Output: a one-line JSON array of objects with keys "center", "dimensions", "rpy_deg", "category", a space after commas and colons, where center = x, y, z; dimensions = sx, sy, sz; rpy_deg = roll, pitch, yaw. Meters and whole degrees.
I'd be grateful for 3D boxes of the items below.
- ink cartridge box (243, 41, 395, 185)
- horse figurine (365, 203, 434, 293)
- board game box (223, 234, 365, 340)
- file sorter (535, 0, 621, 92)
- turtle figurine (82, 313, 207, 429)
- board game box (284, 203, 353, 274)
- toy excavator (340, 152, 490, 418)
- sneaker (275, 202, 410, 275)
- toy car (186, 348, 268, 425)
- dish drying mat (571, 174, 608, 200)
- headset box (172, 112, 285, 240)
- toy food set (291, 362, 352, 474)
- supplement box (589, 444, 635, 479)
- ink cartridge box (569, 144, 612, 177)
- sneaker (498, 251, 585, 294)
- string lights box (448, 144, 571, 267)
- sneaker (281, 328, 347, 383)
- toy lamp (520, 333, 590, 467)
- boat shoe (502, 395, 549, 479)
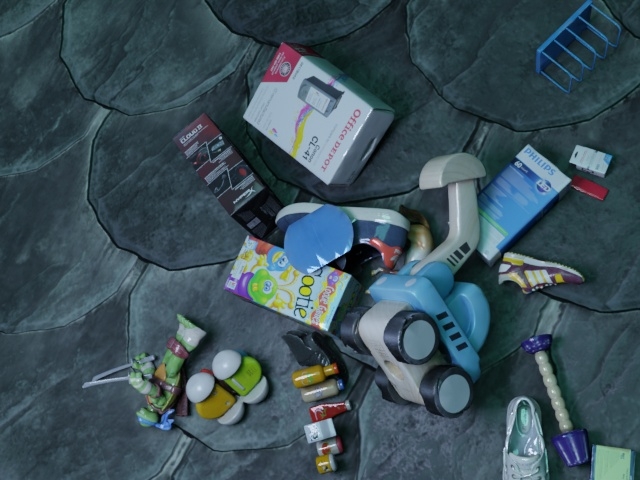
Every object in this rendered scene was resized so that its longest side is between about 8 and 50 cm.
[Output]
[{"center": [-0.007, -0.308, 2.032], "dimensions": [0.306, 0.131, 0.226], "rpy_deg": [40, 113, 23], "category": "ink cartridge box"}, {"center": [0.204, 0.037, 1.944], "dimensions": [0.175, 0.066, 0.263], "rpy_deg": [4, 78, 24], "category": "horse figurine"}, {"center": [-0.059, 0.112, 1.954], "dimensions": [0.275, 0.142, 0.144], "rpy_deg": [20, 81, 20], "category": "board game box"}, {"center": [0.601, -0.448, 1.946], "dimensions": [0.170, 0.118, 0.104], "rpy_deg": [-44, 71, 0], "category": "file sorter"}, {"center": [-0.409, 0.287, 1.975], "dimensions": [0.275, 0.198, 0.266], "rpy_deg": [30, 80, 18], "category": "turtle figurine"}, {"center": [0.000, 0.000, 1.876], "dimensions": [0.169, 0.033, 0.133], "rpy_deg": [-30, 62, 11], "category": "board game box"}, {"center": [0.255, 0.090, 1.801], "dimensions": [0.445, 0.222, 0.432], "rpy_deg": [-41, 108, -25], "category": "toy excavator"}, {"center": [0.034, 0.001, 1.940], "dimensions": [0.350, 0.131, 0.148], "rpy_deg": [3, 76, 35], "category": "sneaker"}, {"center": [-0.223, 0.329, 1.952], "dimensions": [0.182, 0.159, 0.136], "rpy_deg": [-42, 31, 1], "category": "toy car"}, {"center": [0.613, -0.120, 1.904], "dimensions": [0.083, 0.008, 0.032], "rpy_deg": [29, 83, 22], "category": "dish drying mat"}, {"center": [-0.223, -0.163, 2.041], "dimensions": [0.110, 0.218, 0.293], "rpy_deg": [-39, 67, 1], "category": "headset box"}, {"center": [0.022, 0.394, 1.865], "dimensions": [0.105, 0.111, 0.232], "rpy_deg": [-18, 77, 9], "category": "toy food set"}, {"center": [0.598, 0.467, 1.709], "dimensions": [0.083, 0.056, 0.083], "rpy_deg": [4, 75, 17], "category": "supplement box"}, {"center": [0.619, -0.182, 1.909], "dimensions": [0.083, 0.028, 0.048], "rpy_deg": [23, 81, 20], "category": "ink cartridge box"}, {"center": [0.490, 0.086, 1.852], "dimensions": [0.186, 0.070, 0.083], "rpy_deg": [15, 87, 25], "category": "sneaker"}, {"center": [0.433, -0.079, 1.905], "dimensions": [0.260, 0.077, 0.133], "rpy_deg": [-44, 68, 0], "category": "string lights box"}, {"center": [-0.014, 0.273, 1.941], "dimensions": [0.089, 0.051, 0.170], "rpy_deg": [-33, 92, 37], "category": "sneaker"}, {"center": [0.501, 0.339, 1.766], "dimensions": [0.080, 0.080, 0.274], "rpy_deg": [-18, 67, 10], "category": "toy lamp"}, {"center": [0.425, 0.462, 1.738], "dimensions": [0.098, 0.096, 0.276], "rpy_deg": [-6, 73, 13], "category": "boat shoe"}]
